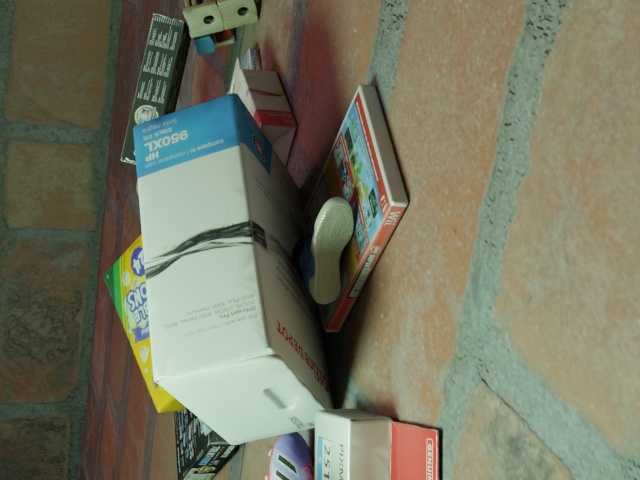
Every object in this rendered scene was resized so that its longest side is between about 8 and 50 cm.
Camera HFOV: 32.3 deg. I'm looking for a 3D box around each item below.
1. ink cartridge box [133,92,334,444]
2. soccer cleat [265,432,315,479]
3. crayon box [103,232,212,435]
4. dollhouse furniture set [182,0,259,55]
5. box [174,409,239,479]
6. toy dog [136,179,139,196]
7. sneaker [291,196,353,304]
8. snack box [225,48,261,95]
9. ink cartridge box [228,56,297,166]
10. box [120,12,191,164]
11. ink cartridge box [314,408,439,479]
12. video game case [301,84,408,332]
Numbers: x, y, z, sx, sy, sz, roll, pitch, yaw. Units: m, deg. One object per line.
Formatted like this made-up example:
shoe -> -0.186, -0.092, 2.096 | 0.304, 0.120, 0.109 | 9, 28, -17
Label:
ink cartridge box -> -0.117, 0.047, 1.527 | 0.285, 0.166, 0.394 | 56, -160, -58
soccer cleat -> -0.020, 0.386, 1.557 | 0.095, 0.083, 0.248 | -22, 58, 37
crayon box -> -0.221, 0.133, 1.799 | 0.203, 0.083, 0.323 | -44, 62, 33
dollhouse furniture set -> -0.177, -0.409, 2.031 | 0.183, 0.129, 0.129 | 77, 179, -54
box -> -0.223, 0.289, 2.124 | 0.293, 0.073, 0.295 | 127, 141, -57
toy dog -> -0.228, -0.013, 2.050 | 0.333, 0.220, 0.161 | -103, -12, -50
sneaker -> -0.001, 0.000, 1.462 | 0.084, 0.058, 0.152 | -132, 40, -52
snack box -> -0.143, -0.278, 2.025 | 0.178, 0.022, 0.064 | 130, 139, -60
ink cartridge box -> -0.102, -0.205, 1.835 | 0.198, 0.067, 0.115 | -110, 30, -44
box -> -0.301, -0.277, 2.054 | 0.216, 0.060, 0.270 | -100, 23, -82
ink cartridge box -> 0.060, 0.360, 1.323 | 0.261, 0.066, 0.296 | 168, 103, -71
video game case -> 0.038, -0.038, 1.483 | 0.285, 0.025, 0.204 | 115, 151, -48
